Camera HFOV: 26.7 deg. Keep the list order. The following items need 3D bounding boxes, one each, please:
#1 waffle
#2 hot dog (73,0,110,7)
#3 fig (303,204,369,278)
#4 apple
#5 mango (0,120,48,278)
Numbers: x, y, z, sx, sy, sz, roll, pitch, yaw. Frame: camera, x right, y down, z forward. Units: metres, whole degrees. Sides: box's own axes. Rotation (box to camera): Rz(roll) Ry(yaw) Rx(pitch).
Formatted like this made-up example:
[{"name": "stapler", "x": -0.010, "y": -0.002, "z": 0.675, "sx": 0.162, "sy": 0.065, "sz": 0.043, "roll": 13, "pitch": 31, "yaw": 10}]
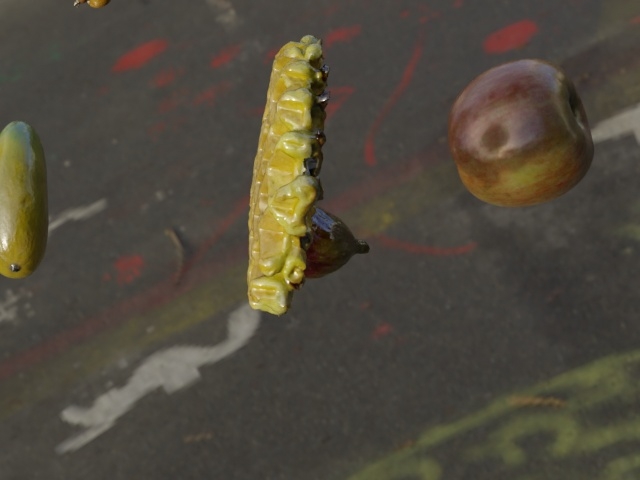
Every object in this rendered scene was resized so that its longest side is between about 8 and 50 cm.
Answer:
[{"name": "waffle", "x": -0.039, "y": -0.069, "z": 1.435, "sx": 0.062, "sy": 0.329, "sz": 0.329, "roll": 6, "pitch": 27, "yaw": -7}, {"name": "hot dog", "x": -0.195, "y": -0.274, "z": 1.241, "sx": 0.056, "sy": 0.041, "sz": 0.133, "roll": 32, "pitch": 101, "yaw": 48}, {"name": "fig", "x": 0.000, "y": 0.000, "z": 1.923, "sx": 0.155, "sy": 0.109, "sz": 0.103, "roll": -1, "pitch": -1, "yaw": -26}, {"name": "apple", "x": 0.255, "y": -0.135, "z": 1.742, "sx": 0.174, "sy": 0.188, "sz": 0.188, "roll": -21, "pitch": 27, "yaw": 19}, {"name": "mango", "x": -0.441, "y": -0.063, "z": 1.964, "sx": 0.091, "sy": 0.237, "sz": 0.137, "roll": -1, "pitch": -4, "yaw": -15}]
